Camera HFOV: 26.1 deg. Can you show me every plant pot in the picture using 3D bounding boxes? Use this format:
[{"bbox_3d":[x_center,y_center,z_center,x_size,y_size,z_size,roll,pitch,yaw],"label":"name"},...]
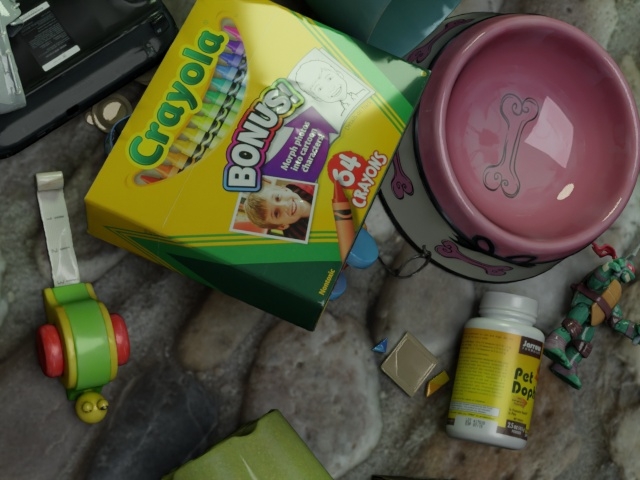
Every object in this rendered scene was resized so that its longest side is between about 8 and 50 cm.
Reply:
[{"bbox_3d":[-0.068,0.367,1.773,0.276,0.276,0.254,-30,85,-21],"label":"plant pot"},{"bbox_3d":[0.074,-0.414,1.865,0.235,0.293,0.293,43,70,12],"label":"plant pot"}]

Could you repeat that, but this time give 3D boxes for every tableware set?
[{"bbox_3d":[-0.292,-0.224,1.833,0.141,0.020,0.168,32,78,-12],"label":"tableware set"}]

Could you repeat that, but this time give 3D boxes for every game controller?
[{"bbox_3d":[-0.344,-0.243,1.786,0.319,0.067,0.166,-35,82,-16],"label":"game controller"}]

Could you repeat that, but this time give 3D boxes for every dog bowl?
[{"bbox_3d":[0.284,-0.144,1.995,0.408,0.150,0.408,2,86,-23],"label":"dog bowl"}]

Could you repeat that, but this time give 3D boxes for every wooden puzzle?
[{"bbox_3d":[0.128,0.179,1.981,0.078,0.014,0.116,-45,103,-23],"label":"wooden puzzle"}]

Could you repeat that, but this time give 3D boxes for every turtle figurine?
[{"bbox_3d":[0.423,0.100,2.049,0.234,0.118,0.175,-50,124,-10],"label":"turtle figurine"}]

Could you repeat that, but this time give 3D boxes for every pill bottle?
[{"bbox_3d":[0.254,0.185,1.974,0.117,0.117,0.215,14,81,-21],"label":"pill bottle"}]

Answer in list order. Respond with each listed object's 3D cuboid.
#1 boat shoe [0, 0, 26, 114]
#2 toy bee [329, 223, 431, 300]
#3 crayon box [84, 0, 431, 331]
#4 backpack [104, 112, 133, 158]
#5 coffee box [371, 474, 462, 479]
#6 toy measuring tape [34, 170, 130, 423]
[{"bbox_3d":[-0.409,-0.264,1.713,0.081,0.079,0.227,-9,82,-17],"label":"boat shoe"},{"bbox_3d":[0.000,0.000,1.882,0.195,0.298,0.162,-39,71,14],"label":"toy bee"},{"bbox_3d":[-0.075,-0.114,1.734,0.313,0.106,0.363,24,65,2],"label":"crayon box"},{"bbox_3d":[-0.229,-0.109,1.816,0.105,0.084,0.114,-28,90,-22],"label":"backpack"},{"bbox_3d":[0.154,0.481,1.911,0.168,0.119,0.297,8,83,-20],"label":"coffee box"},{"bbox_3d":[-0.311,0.071,1.755,0.121,0.121,0.330,-9,89,-23],"label":"toy measuring tape"}]
